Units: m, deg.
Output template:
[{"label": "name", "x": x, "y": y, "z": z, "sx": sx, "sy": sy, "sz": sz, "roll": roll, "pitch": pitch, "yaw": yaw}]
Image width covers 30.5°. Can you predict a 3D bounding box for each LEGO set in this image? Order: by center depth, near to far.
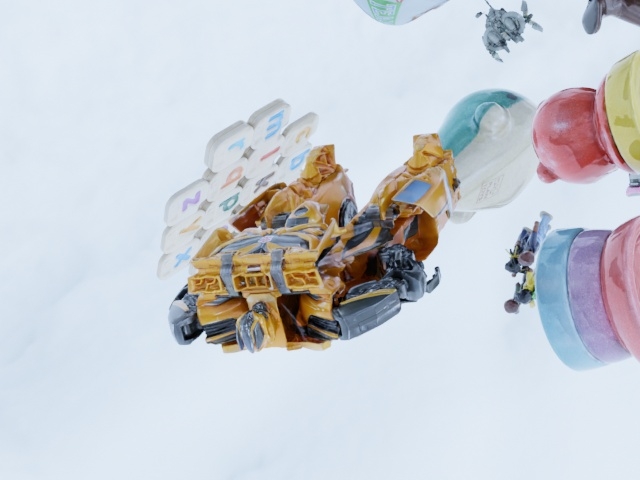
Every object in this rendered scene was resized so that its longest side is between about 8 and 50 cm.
[{"label": "LEGO set", "x": 0.141, "y": -0.175, "z": 0.904, "sx": 0.023, "sy": 0.054, "sz": 0.083, "roll": -43, "pitch": 126, "yaw": -52}]

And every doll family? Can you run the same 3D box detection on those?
[{"label": "doll family", "x": 0.329, "y": 0.043, "z": 1.863, "sx": 0.111, "sy": 0.076, "sz": 0.193, "roll": -49, "pitch": 137, "yaw": -41}]

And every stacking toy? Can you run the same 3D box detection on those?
[{"label": "stacking toy", "x": 0.296, "y": 0.011, "z": 1.124, "sx": 0.279, "sy": 0.130, "sz": 0.308, "roll": 39, "pitch": 51, "yaw": -38}]

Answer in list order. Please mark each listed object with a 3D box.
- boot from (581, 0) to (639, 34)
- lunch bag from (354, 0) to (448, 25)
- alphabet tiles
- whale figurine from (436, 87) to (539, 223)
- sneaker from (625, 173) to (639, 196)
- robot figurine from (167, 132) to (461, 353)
[{"label": "boot", "x": 0.414, "y": -0.303, "z": 1.600, "sx": 0.114, "sy": 0.037, "sz": 0.106, "roll": 20, "pitch": 54, "yaw": -15}, {"label": "lunch bag", "x": 0.097, "y": -0.342, "z": 1.000, "sx": 0.303, "sy": 0.115, "sz": 0.243, "roll": -37, "pitch": 92, "yaw": -22}, {"label": "alphabet tiles", "x": -0.113, "y": -0.064, "z": 1.586, "sx": 0.021, "sy": 0.284, "sz": 0.278, "roll": 40, "pitch": 53, "yaw": 21}, {"label": "whale figurine", "x": 0.197, "y": -0.117, "z": 1.642, "sx": 0.272, "sy": 0.216, "sz": 0.141, "roll": -29, "pitch": 58, "yaw": -32}, {"label": "sneaker", "x": 0.408, "y": -0.087, "z": 1.414, "sx": 0.119, "sy": 0.047, "sz": 0.057, "roll": -15, "pitch": 94, "yaw": -44}, {"label": "robot figurine", "x": 0.000, "y": 0.000, "z": 0.927, "sx": 0.291, "sy": 0.211, "sz": 0.085, "roll": -46, "pitch": 126, "yaw": -58}]
